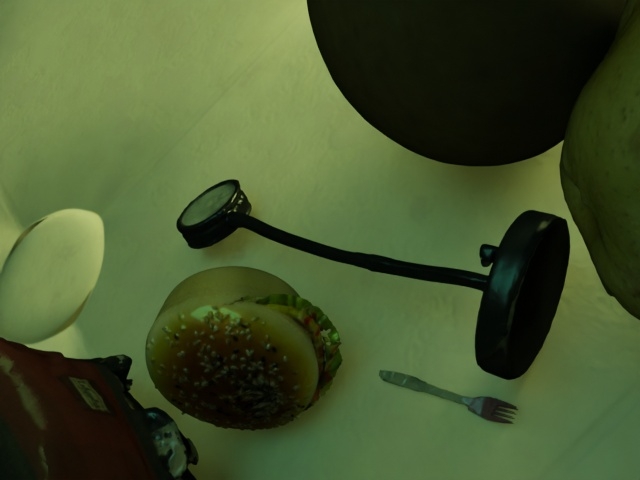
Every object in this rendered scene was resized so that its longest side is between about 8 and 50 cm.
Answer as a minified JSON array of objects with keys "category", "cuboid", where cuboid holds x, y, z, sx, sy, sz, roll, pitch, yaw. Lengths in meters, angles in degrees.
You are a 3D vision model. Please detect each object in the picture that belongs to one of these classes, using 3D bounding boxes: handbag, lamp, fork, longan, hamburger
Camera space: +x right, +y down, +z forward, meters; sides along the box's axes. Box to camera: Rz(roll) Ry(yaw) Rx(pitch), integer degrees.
[{"category":"handbag","cuboid":[-0.192,0.175,0.649,0.254,0.181,0.181,39,99,40]},{"category":"lamp","cuboid":[0.020,0.028,0.684,0.371,0.108,0.130,0,44,44]},{"category":"fork","cuboid":[0.087,0.106,0.627,0.115,0.012,0.016,10,67,42]},{"category":"longan","cuboid":[0.097,-0.162,0.611,0.248,0.248,0.248,-16,57,26]},{"category":"hamburger","cuboid":[-0.056,0.083,0.659,0.141,0.126,0.081,6,38,-8]}]

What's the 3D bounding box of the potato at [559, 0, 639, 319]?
[{"category":"potato","cuboid":[0.267,-0.098,0.491,0.351,0.218,0.202,-58,11,-15]}]
